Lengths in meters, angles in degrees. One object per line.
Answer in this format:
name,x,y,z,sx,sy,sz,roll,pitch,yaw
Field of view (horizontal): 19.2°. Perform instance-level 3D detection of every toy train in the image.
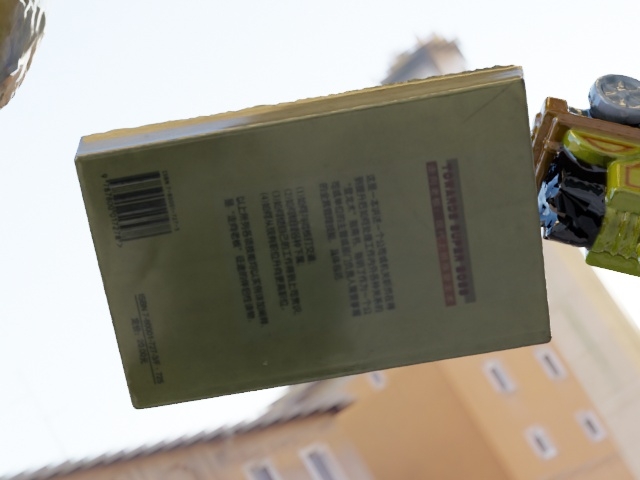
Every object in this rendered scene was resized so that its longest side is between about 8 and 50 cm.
toy train,0.210,-0.023,1.151,0.219,0.127,0.089,14,-50,-3

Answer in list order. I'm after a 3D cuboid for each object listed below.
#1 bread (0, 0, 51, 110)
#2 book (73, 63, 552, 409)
bread,-0.301,-0.174,1.438,0.197,0.170,0.197,-60,-8,-14
book,0.000,0.000,0.985,0.231,0.026,0.161,-9,-62,0
